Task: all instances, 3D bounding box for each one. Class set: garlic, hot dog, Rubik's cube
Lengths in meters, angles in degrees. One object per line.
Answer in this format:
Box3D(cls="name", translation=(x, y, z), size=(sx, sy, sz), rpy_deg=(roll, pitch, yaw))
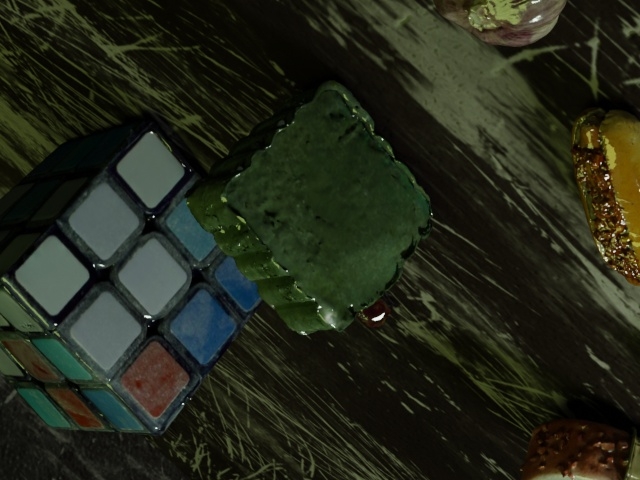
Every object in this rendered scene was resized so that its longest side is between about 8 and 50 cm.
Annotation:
Box3D(cls="garlic", translation=(0.170, -0.251, 1.452), size=(0.147, 0.102, 0.159), rpy_deg=(49, 152, -15))
Box3D(cls="hot dog", translation=(0.326, -0.035, 1.616), size=(0.102, 0.076, 0.249), rpy_deg=(12, 142, 38))
Box3D(cls="Rubik's cube", translation=(-0.334, 0.060, 2.308), size=(0.359, 0.362, 0.363), rpy_deg=(-6, 130, 52))

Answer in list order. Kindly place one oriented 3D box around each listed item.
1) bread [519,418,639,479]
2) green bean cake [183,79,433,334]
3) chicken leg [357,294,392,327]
Box3D(cls="bread", translation=(0.381, 0.326, 2.053), size=(0.212, 0.142, 0.224), rpy_deg=(20, 150, 7))
Box3D(cls="green bean cake", translation=(-0.005, -0.037, 1.853), size=(0.255, 0.241, 0.132), rpy_deg=(48, 151, -17))
Box3D(cls="chicken leg", translation=(-0.010, 0.001, 2.113), size=(0.177, 0.083, 0.322), rpy_deg=(5, 137, 26))
